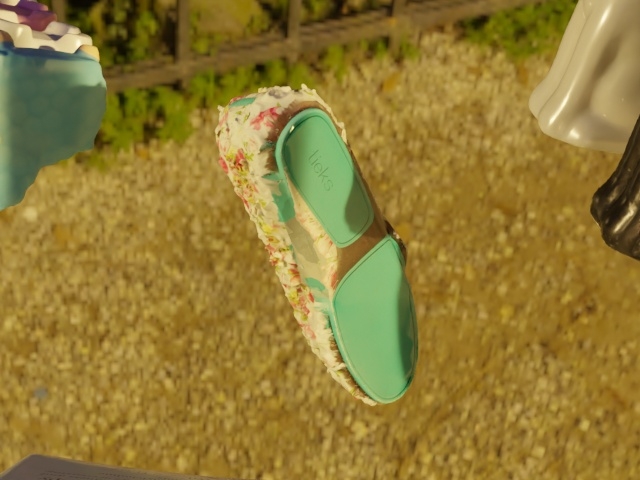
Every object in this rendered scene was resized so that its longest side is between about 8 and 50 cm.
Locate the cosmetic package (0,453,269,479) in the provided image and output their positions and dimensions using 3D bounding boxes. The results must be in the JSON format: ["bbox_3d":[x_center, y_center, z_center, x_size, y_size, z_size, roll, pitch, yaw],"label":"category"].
[{"bbox_3d":[-0.226,0.438,1.557,0.329,0.394,0.327,6,90,2],"label":"cosmetic package"}]

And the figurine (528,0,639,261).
[{"bbox_3d":[0.201,-0.124,0.759,0.092,0.209,0.215,7,30,-13],"label":"figurine"}]

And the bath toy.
[{"bbox_3d":[-0.265,-0.123,1.078,0.151,0.129,0.348,8,15,-21],"label":"bath toy"}]

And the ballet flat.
[{"bbox_3d":[0.000,0.000,0.888,0.091,0.241,0.077,-40,38,-27],"label":"ballet flat"}]
